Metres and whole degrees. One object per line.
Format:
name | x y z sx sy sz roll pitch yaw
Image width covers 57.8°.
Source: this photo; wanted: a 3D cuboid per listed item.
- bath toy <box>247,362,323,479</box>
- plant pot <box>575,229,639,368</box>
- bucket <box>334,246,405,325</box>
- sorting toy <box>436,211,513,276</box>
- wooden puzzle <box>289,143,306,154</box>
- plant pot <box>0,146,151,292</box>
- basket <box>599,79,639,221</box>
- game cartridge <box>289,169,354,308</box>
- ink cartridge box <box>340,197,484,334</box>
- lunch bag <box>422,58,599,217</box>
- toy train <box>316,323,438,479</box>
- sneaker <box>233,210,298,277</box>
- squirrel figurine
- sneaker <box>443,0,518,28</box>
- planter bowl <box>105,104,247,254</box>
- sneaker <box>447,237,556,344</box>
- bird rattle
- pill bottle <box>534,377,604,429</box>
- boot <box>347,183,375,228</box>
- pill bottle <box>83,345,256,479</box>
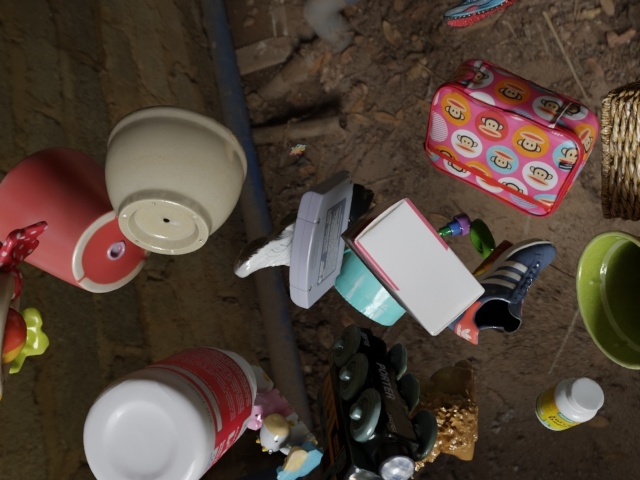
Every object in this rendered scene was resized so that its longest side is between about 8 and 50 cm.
bath toy | -0.134 0.449 1.469 0.129 0.151 0.348 -39 41 -10
plant pot | 0.715 0.102 1.177 0.253 0.276 0.276 -7 75 -11
bucket | 0.173 0.096 1.666 0.281 0.281 0.183 46 108 26
sorting toy | 0.424 0.027 1.630 0.126 0.127 0.366 -22 27 -4
wooden puzzle | -0.075 -0.309 1.968 0.049 0.083 0.006 -43 74 31
plant pot | -0.507 -0.029 1.239 0.243 0.275 0.275 29 95 28
basket | 0.748 -0.204 1.248 0.222 0.213 0.299 8 121 41
game cartridge | 0.000 0.000 1.352 0.062 0.198 0.298 22 121 25
ink cartridge box | 0.151 0.035 1.054 0.117 0.283 0.207 -41 94 0
lunch bag | 0.344 -0.179 1.101 0.293 0.258 0.120 31 61 20
toy train | 0.068 0.279 0.935 0.190 0.142 0.334 -60 17 18
sneaker | -0.100 0.031 1.393 0.232 0.115 0.090 -37 24 -20
squirrel figurine | 0.249 0.492 1.645 0.370 0.397 0.281 2 88 10
sneaker | 0.463 -0.712 1.683 0.261 0.104 0.125 -25 88 -3
planter bowl | -0.167 -0.054 0.653 0.162 0.162 0.109 -20 48 24
sneaker | 0.438 0.124 1.337 0.349 0.131 0.148 -30 45 -15
bird rattle | -0.437 0.105 0.806 0.254 0.143 0.207 -62 31 27
pill bottle | 0.680 0.442 1.582 0.117 0.208 0.118 2 62 -4
boot | 0.074 -0.098 1.972 0.094 0.246 0.207 18 98 47
pill bottle | -0.268 0.341 1.173 0.228 0.407 0.229 0 89 10
